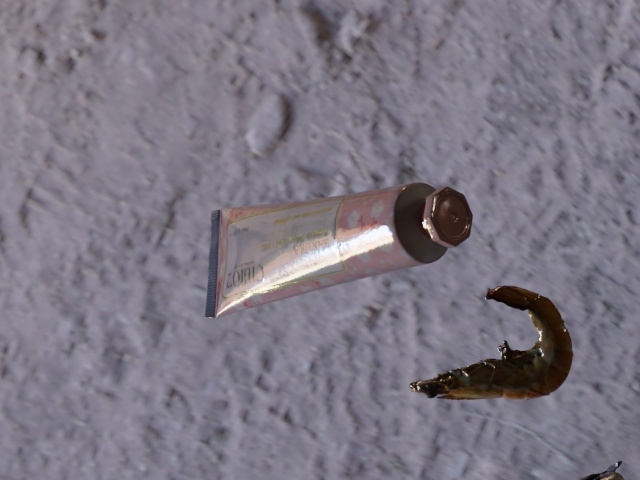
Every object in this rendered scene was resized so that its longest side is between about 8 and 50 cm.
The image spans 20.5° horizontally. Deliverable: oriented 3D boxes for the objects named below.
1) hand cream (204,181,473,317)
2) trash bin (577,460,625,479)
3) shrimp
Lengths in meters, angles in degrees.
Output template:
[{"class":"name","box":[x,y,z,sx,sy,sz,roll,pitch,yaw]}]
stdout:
[{"class":"hand cream","box":[0.000,0.000,0.988,0.210,0.043,0.067,-12,72,48]},{"class":"trash bin","box":[0.077,0.270,0.844,0.256,0.368,0.296,-25,89,-11]},{"class":"shrimp","box":[0.120,0.081,1.297,0.127,0.025,0.091,-16,102,14]}]
